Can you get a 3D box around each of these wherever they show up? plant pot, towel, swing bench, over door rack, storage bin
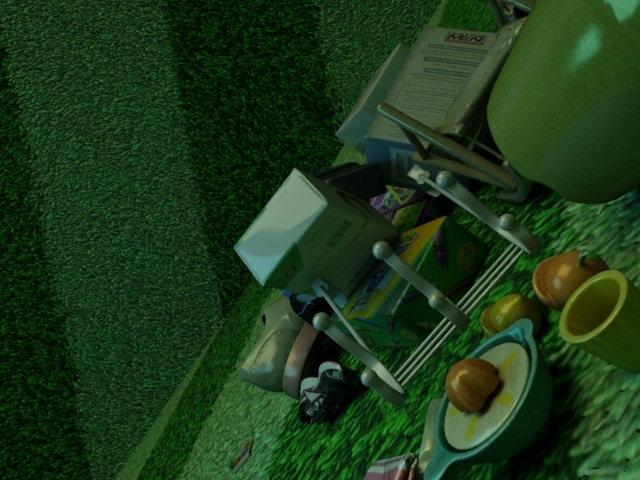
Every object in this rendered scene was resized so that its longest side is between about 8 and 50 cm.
[{"bbox_3d":[0.291,-0.171,0.606,0.276,0.276,0.254,-61,-1,-34],"label":"plant pot"},{"bbox_3d":[0.039,0.307,0.663,0.197,0.029,0.144,-64,1,-25],"label":"towel"},{"bbox_3d":[0.267,-0.208,0.945,0.255,0.165,0.253,33,86,40],"label":"swing bench"},{"bbox_3d":[0.093,0.024,0.822,0.239,0.108,0.324,-49,20,5],"label":"over door rack"},{"bbox_3d":[0.044,-0.080,1.125,0.135,0.098,0.091,-22,6,-26],"label":"storage bin"}]

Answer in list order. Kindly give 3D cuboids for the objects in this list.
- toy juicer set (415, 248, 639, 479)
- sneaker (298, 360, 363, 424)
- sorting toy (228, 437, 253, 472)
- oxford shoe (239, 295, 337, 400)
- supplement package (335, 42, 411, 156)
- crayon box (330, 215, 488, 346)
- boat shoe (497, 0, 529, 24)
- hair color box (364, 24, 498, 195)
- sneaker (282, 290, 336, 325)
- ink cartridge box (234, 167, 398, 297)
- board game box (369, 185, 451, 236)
[{"bbox_3d":[0.156,0.129,0.634,0.329,0.090,0.209,-52,10,21],"label":"toy juicer set"},{"bbox_3d":[0.013,0.250,1.049,0.178,0.072,0.077,125,163,-57],"label":"sneaker"},{"bbox_3d":[-0.170,0.453,1.375,0.083,0.012,0.062,-52,10,14],"label":"sorting toy"},{"bbox_3d":[-0.038,0.127,1.319,0.397,0.147,0.140,-63,-24,-47],"label":"oxford shoe"},{"bbox_3d":[0.209,-0.398,1.961,0.292,0.178,0.175,-59,10,-27],"label":"supplement package"},{"bbox_3d":[0.124,0.073,1.019,0.165,0.081,0.278,-58,9,-17],"label":"crayon box"},{"bbox_3d":[0.440,-0.491,1.190,0.355,0.132,0.130,-51,13,-22],"label":"boat shoe"},{"bbox_3d":[0.231,-0.252,1.237,0.113,0.186,0.374,81,-152,-47],"label":"hair color box"},{"bbox_3d":[0.039,0.054,1.190,0.232,0.090,0.081,-45,-21,14],"label":"sneaker"},{"bbox_3d":[0.000,0.000,1.004,0.154,0.093,0.212,-52,-35,14],"label":"ink cartridge box"},{"bbox_3d":[0.177,-0.089,1.295,0.208,0.056,0.346,-15,37,47],"label":"board game box"}]
